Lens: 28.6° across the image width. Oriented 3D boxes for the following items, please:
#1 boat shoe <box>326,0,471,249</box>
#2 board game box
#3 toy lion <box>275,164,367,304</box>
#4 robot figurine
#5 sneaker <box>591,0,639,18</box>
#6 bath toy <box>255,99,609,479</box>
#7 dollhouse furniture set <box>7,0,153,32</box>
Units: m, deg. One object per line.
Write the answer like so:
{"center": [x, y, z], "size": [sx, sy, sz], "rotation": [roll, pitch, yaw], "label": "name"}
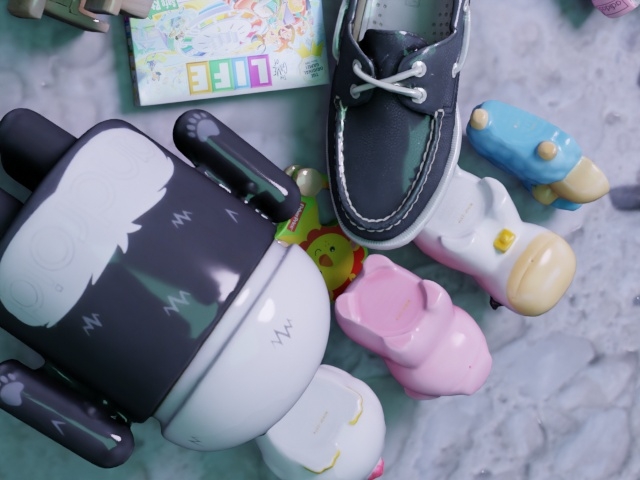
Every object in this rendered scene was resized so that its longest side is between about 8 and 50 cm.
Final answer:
{"center": [0.058, -0.147, 0.956], "size": [0.114, 0.091, 0.303], "rotation": [5, 80, 14], "label": "boat shoe"}
{"center": [-0.073, -0.164, 0.971], "size": [0.154, 0.026, 0.103], "rotation": [-10, 100, -18], "label": "board game box"}
{"center": [0.000, 0.000, 1.016], "size": [0.096, 0.034, 0.100], "rotation": [24, 88, -27], "label": "toy lion"}
{"center": [-0.126, 0.027, 0.885], "size": [0.278, 0.173, 0.209], "rotation": [35, 113, -3], "label": "robot figurine"}
{"center": [0.227, -0.257, 1.021], "size": [0.319, 0.112, 0.131], "rotation": [13, 89, -19], "label": "sneaker"}
{"center": [0.087, 0.061, 1.007], "size": [0.151, 0.129, 0.348], "rotation": [36, 80, 19], "label": "bath toy"}
{"center": [-0.113, -0.284, 0.756], "size": [0.173, 0.355, 0.303], "rotation": [19, 91, -31], "label": "dollhouse furniture set"}
